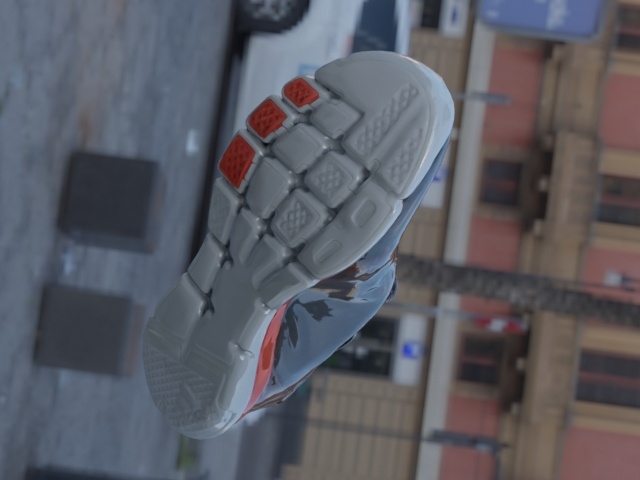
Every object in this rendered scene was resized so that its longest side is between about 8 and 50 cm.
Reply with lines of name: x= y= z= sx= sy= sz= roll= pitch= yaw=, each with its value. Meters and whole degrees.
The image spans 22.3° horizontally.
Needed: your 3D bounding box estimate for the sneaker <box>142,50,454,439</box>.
sneaker: x=0.000 y=0.000 z=0.520 sx=0.158 sy=0.065 sz=0.061 roll=-51 pitch=-120 yaw=35
